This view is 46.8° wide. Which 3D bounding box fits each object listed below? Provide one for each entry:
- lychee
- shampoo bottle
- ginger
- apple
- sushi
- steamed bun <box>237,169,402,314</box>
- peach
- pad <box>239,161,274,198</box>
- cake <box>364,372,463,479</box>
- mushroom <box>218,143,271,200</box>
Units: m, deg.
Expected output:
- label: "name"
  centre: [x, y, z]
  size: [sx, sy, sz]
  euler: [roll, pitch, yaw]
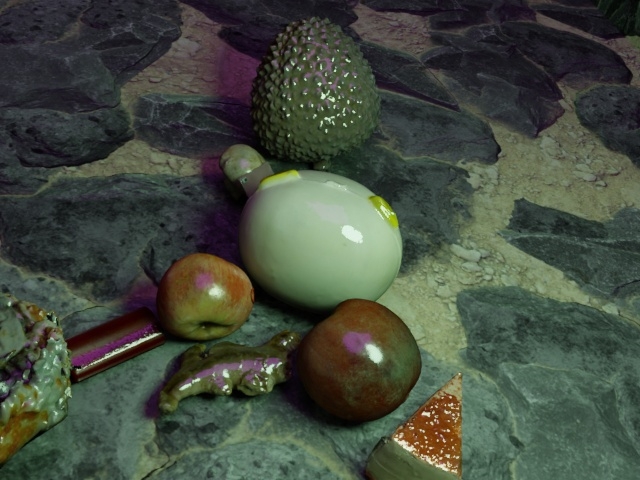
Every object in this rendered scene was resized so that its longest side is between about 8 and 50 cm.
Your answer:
- label: "lychee"
  centre: [-0.018, -0.398, 2.053]
  size: [0.381, 0.431, 0.380]
  euler: [-9, 11, 2]
- label: "shampoo bottle"
  centre: [-0.451, 0.221, 1.500]
  size: [0.260, 0.064, 0.102]
  euler: [-23, 54, -34]
- label: "ginger"
  centre: [-0.183, 0.264, 1.528]
  size: [0.333, 0.080, 0.166]
  euler: [-14, 35, -19]
- label: "apple"
  centre: [-0.243, 0.119, 1.565]
  size: [0.210, 0.209, 0.164]
  euler: [-1, 59, -17]
- label: "sushi"
  centre: [-0.627, 0.244, 1.278]
  size: [0.418, 0.175, 0.417]
  euler: [-4, 39, 3]
- label: "steamed bun"
  centre: [-0.001, 0.003, 1.667]
  size: [0.374, 0.333, 0.333]
  euler: [18, 43, 1]
- label: "peach"
  centre: [0.084, 0.245, 1.510]
  size: [0.253, 0.252, 0.252]
  euler: [8, 43, -8]
- label: "pad"
  centre: [-0.127, -0.096, 1.872]
  size: [0.113, 0.006, 0.187]
  euler: [-38, 109, -42]
- label: "cake"
  centre: [0.236, 0.396, 1.448]
  size: [0.160, 0.158, 0.262]
  euler: [42, 48, 20]
- label: "mushroom"
  centre: [-0.198, -0.173, 1.932]
  size: [0.127, 0.166, 0.166]
  euler: [-39, 57, 1]
